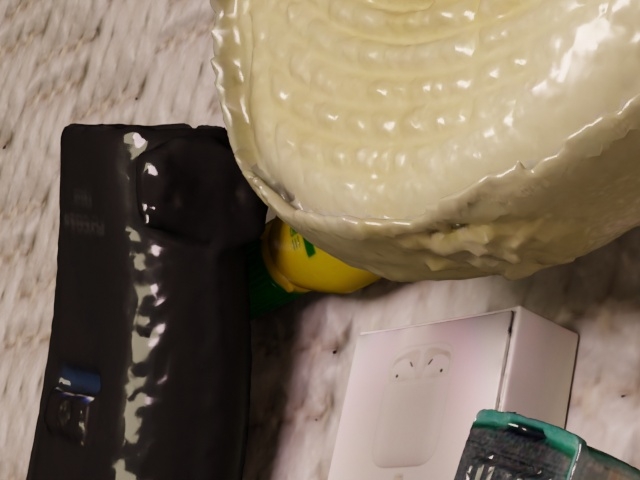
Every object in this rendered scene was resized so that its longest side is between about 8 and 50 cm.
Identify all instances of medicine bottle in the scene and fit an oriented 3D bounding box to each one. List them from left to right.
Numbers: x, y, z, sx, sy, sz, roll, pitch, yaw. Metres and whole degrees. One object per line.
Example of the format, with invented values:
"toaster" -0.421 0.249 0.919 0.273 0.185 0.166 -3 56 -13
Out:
"medicine bottle" 0.000 0.000 1.002 0.260 0.064 0.095 -32 45 47

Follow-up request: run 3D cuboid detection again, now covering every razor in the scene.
"razor" -0.116 0.085 1.014 0.189 0.107 0.327 8 92 56

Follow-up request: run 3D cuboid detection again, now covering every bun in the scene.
"bun" 0.120 -0.140 0.801 0.364 0.202 0.364 -24 55 40

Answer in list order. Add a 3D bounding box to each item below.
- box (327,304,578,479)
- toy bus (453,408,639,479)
"box" 0.065 0.109 0.845 0.130 0.051 0.129 -13 57 50
"toy bus" 0.075 0.212 0.705 0.091 0.109 0.262 13 81 55
